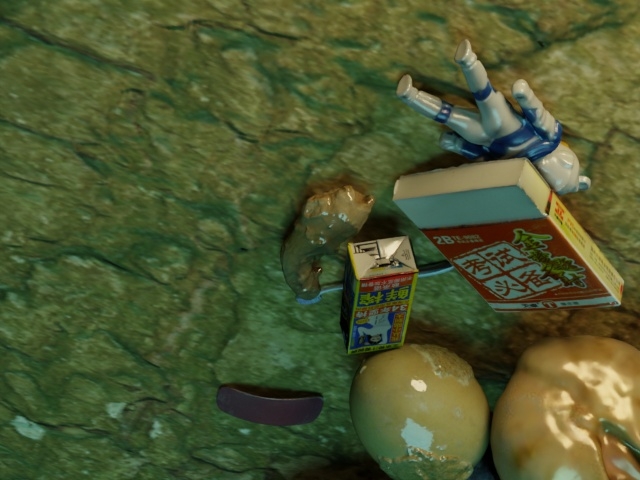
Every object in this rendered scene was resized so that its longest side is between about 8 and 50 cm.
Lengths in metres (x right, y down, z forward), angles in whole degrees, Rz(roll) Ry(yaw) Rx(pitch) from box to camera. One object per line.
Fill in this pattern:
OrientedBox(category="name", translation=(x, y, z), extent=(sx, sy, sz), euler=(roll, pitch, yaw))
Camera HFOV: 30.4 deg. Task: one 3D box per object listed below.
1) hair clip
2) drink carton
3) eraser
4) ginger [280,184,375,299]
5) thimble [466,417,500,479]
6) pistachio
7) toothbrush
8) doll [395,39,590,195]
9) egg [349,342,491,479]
OrientedBox(category="hair clip", translation=(-0.064, 0.211, 1.501), extent=(0.137, 0.022, 0.054), euler=(8, 132, -11))
OrientedBox(category="drink carton", translation=(0.062, 0.062, 1.303), extent=(0.071, 0.056, 0.165), euler=(-5, 147, -7))
OrientedBox(category="eraser", translation=(0.201, 0.001, 1.246), extent=(0.157, 0.038, 0.230), euler=(-6, 143, 40))
OrientedBox(category="ginger", translation=(-0.004, 0.000, 1.273), extent=(0.070, 0.051, 0.173), euler=(7, 143, -24))
OrientedBox(category="thimble", translation=(0.210, 0.308, 1.523), extent=(0.098, 0.150, 0.150), euler=(-36, 127, 29))
OrientedBox(category="pistachio", translation=(0.326, 0.255, 1.390), extent=(0.229, 0.238, 0.321), euler=(-29, 107, 2))
OrientedBox(category="toothbrush", translation=(0.065, 0.047, 1.344), extent=(0.193, 0.013, 0.019), euler=(-13, 141, 11))
OrientedBox(category="doll", translation=(0.183, -0.107, 1.165), extent=(0.227, 0.057, 0.114), euler=(36, 133, -27))
OrientedBox(category="egg", translation=(0.119, 0.208, 1.406), extent=(0.164, 0.164, 0.201), euler=(-27, 125, 23))
